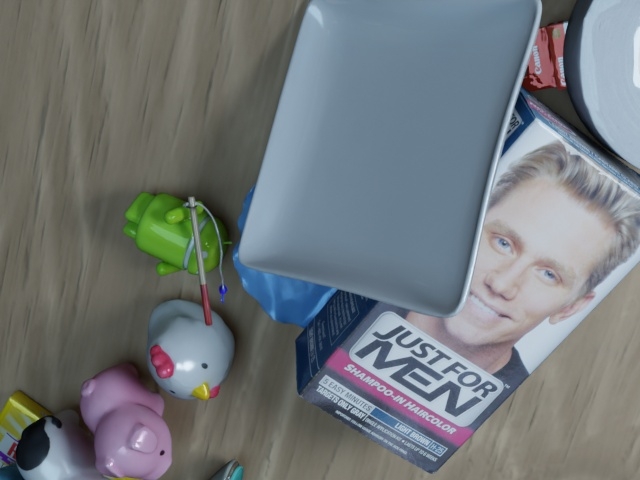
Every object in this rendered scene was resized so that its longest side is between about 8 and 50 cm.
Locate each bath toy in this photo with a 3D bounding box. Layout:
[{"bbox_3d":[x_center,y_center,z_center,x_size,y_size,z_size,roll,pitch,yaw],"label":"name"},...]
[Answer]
[{"bbox_3d":[-0.225,0.213,1.163,0.151,0.129,0.348,45,103,1],"label":"bath toy"}]

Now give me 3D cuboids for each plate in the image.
[{"bbox_3d":[0.061,-0.084,0.979,0.277,0.045,0.278,12,85,43],"label":"plate"}]

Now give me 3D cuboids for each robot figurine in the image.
[{"bbox_3d":[-0.147,-0.007,1.133,0.115,0.067,0.101,25,136,6],"label":"robot figurine"}]

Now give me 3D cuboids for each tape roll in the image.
[{"bbox_3d":[0.328,-0.163,0.947,0.219,0.072,0.219,0,102,2],"label":"tape roll"}]

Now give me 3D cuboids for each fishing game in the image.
[{"bbox_3d":[0.000,0.000,1.101,0.264,0.041,0.189,-8,103,-1],"label":"fishing game"}]

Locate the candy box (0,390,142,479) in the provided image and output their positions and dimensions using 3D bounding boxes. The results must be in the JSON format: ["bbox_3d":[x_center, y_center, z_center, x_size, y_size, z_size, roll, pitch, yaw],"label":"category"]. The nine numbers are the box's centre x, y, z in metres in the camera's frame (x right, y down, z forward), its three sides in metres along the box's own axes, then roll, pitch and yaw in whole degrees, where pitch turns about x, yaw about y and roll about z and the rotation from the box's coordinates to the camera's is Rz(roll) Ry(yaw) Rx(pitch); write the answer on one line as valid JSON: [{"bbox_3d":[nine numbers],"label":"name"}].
[{"bbox_3d":[-0.300,0.276,1.269,0.206,0.027,0.105,34,106,3],"label":"candy box"}]

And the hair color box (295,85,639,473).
[{"bbox_3d":[0.144,0.043,1.029,0.173,0.105,0.347,32,111,-17],"label":"hair color box"}]

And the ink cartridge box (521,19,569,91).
[{"bbox_3d":[0.236,-0.175,1.011,0.115,0.029,0.063,-9,102,16],"label":"ink cartridge box"}]

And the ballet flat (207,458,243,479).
[{"bbox_3d":[-0.141,0.337,1.223,0.068,0.072,0.213,17,109,14],"label":"ballet flat"}]
